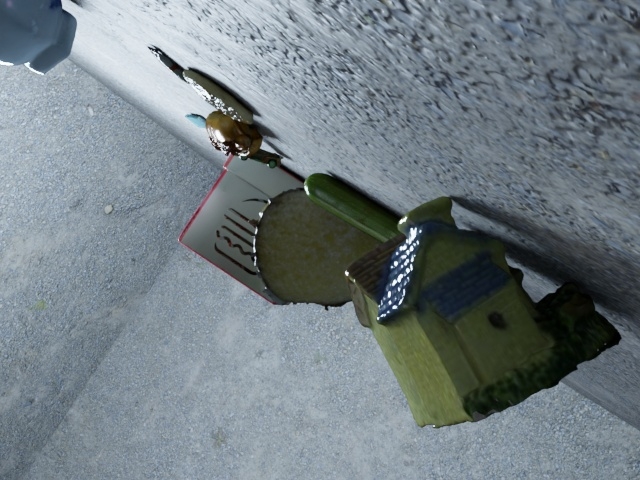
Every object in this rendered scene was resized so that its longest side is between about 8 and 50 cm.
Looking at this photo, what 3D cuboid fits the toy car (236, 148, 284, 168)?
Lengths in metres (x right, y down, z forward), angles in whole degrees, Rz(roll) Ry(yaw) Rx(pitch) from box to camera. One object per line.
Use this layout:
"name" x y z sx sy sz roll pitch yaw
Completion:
"toy car" -0.143 -0.185 1.643 0.122 0.035 0.059 15 -170 -27

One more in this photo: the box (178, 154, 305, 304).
"box" -0.139 -0.029 1.991 0.314 0.300 0.312 33 179 6

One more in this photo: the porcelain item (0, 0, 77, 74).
"porcelain item" -0.586 -0.425 1.274 0.243 0.178 0.405 33 178 14

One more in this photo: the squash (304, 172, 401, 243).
"squash" 0.067 -0.058 1.435 0.229 0.066 0.066 33 178 16

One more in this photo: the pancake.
"pancake" -0.181 -0.249 1.316 0.152 0.025 0.151 33 179 1

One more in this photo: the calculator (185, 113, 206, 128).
"calculator" -0.322 -0.317 2.031 0.057 0.018 0.172 33 178 -23

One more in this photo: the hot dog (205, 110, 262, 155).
"hot dog" -0.186 -0.213 1.534 0.102 0.076 0.249 39 177 -24

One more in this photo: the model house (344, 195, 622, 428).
"model house" 0.198 0.081 1.012 0.266 0.261 0.321 58 164 9

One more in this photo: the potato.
"potato" 0.000 0.000 1.664 0.301 0.288 0.237 3 -162 0

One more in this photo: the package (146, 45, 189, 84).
"package" -0.262 -0.307 1.346 0.037 0.015 0.110 39 -179 44
